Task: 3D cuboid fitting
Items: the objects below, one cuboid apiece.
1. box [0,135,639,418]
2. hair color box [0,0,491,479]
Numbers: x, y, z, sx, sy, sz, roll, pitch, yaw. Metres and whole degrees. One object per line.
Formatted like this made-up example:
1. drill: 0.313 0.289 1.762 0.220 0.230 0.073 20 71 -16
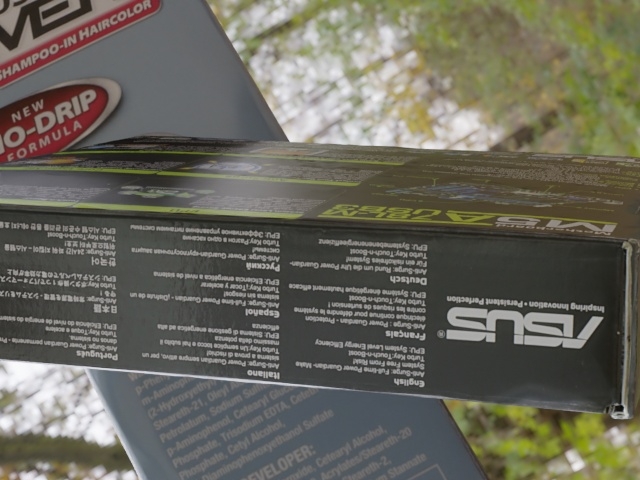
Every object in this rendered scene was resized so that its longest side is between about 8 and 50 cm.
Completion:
1. box: 0.000 0.000 0.405 0.184 0.191 0.045 -34 -54 -71
2. hair color box: -0.026 0.063 0.608 0.374 0.114 0.185 59 172 19
